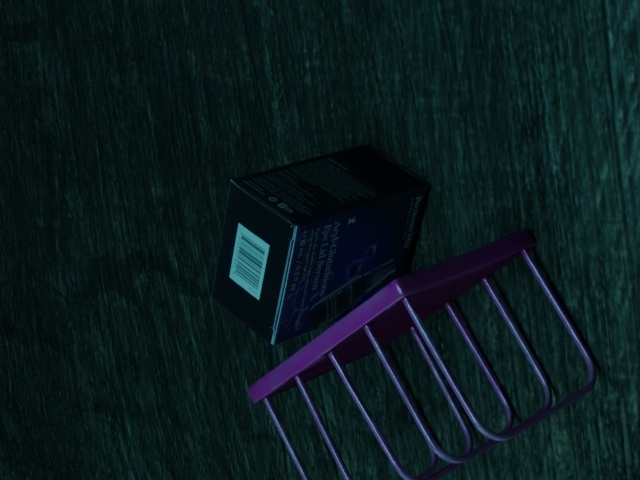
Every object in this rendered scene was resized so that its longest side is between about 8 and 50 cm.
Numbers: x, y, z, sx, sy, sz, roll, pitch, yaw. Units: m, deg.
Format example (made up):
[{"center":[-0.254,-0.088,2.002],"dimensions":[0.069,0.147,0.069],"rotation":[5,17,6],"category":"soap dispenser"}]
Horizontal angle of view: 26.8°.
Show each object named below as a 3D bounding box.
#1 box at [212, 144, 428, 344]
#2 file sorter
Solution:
[{"center":[0.000,0.000,1.459],"dimensions":[0.108,0.207,0.153],"rotation":[35,128,35],"category":"box"},{"center":[0.107,0.151,1.398],"dimensions":[0.290,0.202,0.182],"rotation":[-40,74,47],"category":"file sorter"}]
